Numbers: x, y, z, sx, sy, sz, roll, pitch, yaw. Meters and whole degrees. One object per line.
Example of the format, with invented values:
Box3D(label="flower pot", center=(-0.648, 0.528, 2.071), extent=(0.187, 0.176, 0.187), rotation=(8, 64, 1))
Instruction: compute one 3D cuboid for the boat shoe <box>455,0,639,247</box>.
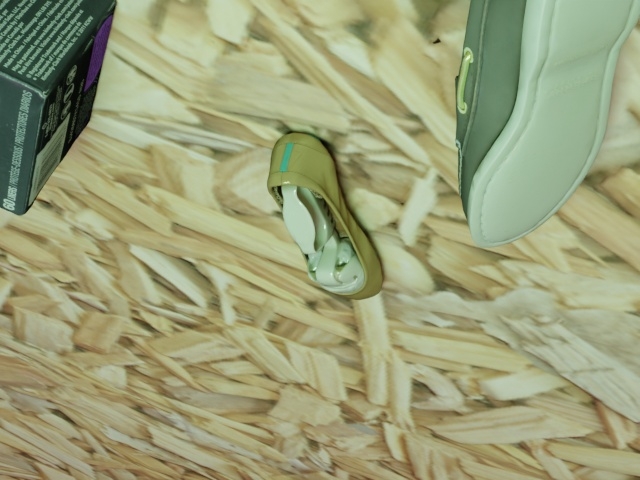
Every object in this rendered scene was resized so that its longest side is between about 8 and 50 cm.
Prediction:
Box3D(label="boat shoe", center=(0.154, -0.116, 0.606), extent=(0.109, 0.091, 0.305), rotation=(-18, 143, -16))

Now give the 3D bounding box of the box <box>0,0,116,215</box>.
Box3D(label="box", center=(-0.336, -0.167, 0.682), extent=(0.270, 0.143, 0.165), rotation=(25, 138, -7))

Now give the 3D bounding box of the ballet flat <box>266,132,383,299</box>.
Box3D(label="ballet flat", center=(0.000, 0.000, 0.799), extent=(0.080, 0.073, 0.232), rotation=(-5, 134, 25))
